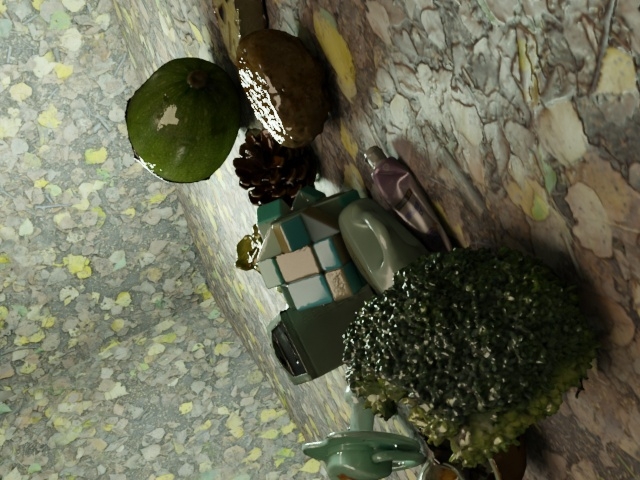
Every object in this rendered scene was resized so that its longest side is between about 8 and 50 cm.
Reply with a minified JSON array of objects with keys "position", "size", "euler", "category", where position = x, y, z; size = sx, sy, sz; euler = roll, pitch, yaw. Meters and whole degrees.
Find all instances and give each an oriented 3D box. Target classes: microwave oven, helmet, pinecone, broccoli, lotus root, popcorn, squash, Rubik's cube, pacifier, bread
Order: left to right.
[{"position":[-0.303,-0.328,2.033],"size":[0.308,0.310,0.310],"euler":[-23,94,57],"category":"squash"},{"position":[-0.169,-0.478,1.642],"size":[0.170,0.074,0.261],"euler":[54,161,41],"category":"lotus root"},{"position":[-0.098,-0.155,1.744],"size":[0.185,0.169,0.212],"euler":[33,162,36],"category":"pinecone"},{"position":[-0.080,0.027,1.852],"size":[0.235,0.216,0.181],"euler":[-146,63,-76],"category":"popcorn"},{"position":[-0.065,-0.289,1.511],"size":[0.230,0.123,0.230],"euler":[54,166,20],"category":"bread"},{"position":[0.000,0.000,1.578],"size":[0.265,0.224,0.213],"euler":[-34,-77,-61],"category":"Rubik's cube"},{"position":[0.008,0.198,1.825],"size":[0.181,0.237,0.295],"euler":[62,166,7],"category":"microwave oven"},{"position":[0.116,0.477,2.037],"size":[0.343,0.288,0.269],"euler":[-36,42,55],"category":"pacifier"},{"position":[0.189,0.177,1.093],"size":[0.375,0.249,0.302],"euler":[-17,114,34],"category":"broccoli"},{"position":[0.275,0.338,1.391],"size":[0.224,0.130,0.198],"euler":[24,142,52],"category":"helmet"}]

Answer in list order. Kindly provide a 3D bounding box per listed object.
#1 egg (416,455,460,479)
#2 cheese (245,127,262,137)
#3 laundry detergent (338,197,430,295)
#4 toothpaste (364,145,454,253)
[{"position":[0.277,0.514,1.571],"size":[0.183,0.183,0.217],"euler":[39,158,56],"category":"egg"},{"position":[-0.126,-0.162,2.036],"size":[0.127,0.049,0.235],"euler":[45,155,47],"category":"cheese"},{"position":[0.126,0.040,1.346],"size":[0.215,0.105,0.280],"euler":[60,178,-17],"category":"laundry detergent"},{"position":[0.164,-0.032,1.321],"size":[0.301,0.048,0.075],"euler":[56,159,17],"category":"toothpaste"}]
